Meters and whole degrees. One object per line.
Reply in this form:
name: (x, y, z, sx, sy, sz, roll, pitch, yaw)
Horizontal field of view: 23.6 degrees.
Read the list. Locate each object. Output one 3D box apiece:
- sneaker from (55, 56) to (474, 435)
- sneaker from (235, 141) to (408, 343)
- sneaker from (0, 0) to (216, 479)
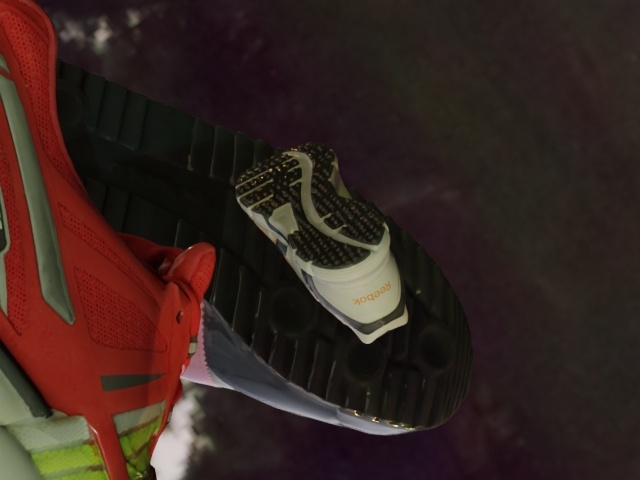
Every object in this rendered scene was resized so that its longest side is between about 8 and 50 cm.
sneaker: (-0.082, 0.008, 0.711, 0.319, 0.112, 0.131, 28, 150, -19)
sneaker: (0.000, 0.000, 0.547, 0.043, 0.040, 0.109, 65, 177, -31)
sneaker: (-0.066, 0.052, 0.425, 0.107, 0.118, 0.279, 12, 133, 36)
